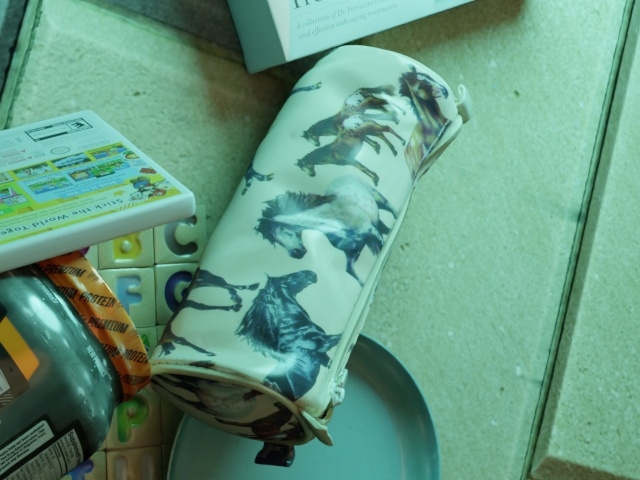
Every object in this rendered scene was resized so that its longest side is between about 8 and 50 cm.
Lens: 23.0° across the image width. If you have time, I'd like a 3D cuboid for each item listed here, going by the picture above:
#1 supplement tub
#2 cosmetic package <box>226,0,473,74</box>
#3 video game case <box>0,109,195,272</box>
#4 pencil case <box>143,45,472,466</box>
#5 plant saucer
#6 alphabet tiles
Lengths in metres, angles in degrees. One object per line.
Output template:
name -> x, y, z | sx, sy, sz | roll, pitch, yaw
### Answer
supplement tub -> -0.321, 0.148, 1.296 | 0.338, 0.207, 0.207 | -36, 106, -22
cosmetic package -> 0.060, -0.359, 1.586 | 0.377, 0.097, 0.284 | -22, 97, -27
video game case -> -0.255, -0.042, 1.350 | 0.227, 0.206, 0.026 | -17, 124, -28
pencil case -> 0.000, 0.000, 1.466 | 0.184, 0.160, 0.410 | 21, 63, 11
plant saucer -> -0.019, 0.238, 1.551 | 0.318, 0.044, 0.317 | 1, 88, -32
alphabet tiles -> -0.180, 0.139, 1.491 | 0.285, 0.011, 0.342 | -2, 90, -28
